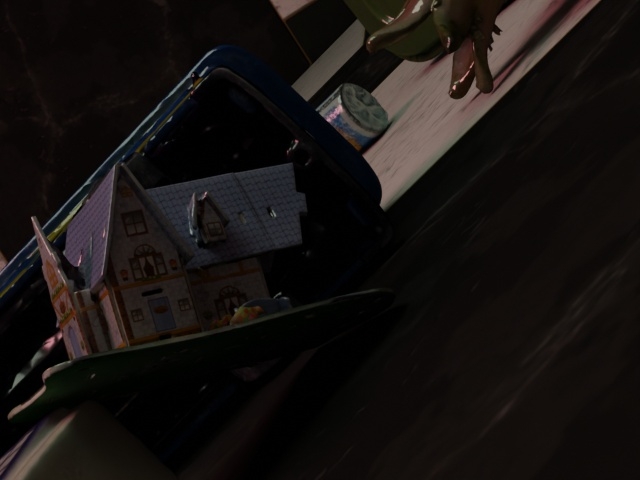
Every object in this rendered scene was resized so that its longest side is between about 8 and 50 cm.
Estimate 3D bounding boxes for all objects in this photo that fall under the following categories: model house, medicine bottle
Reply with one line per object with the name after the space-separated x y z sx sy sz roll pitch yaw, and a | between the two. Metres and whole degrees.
-0.064 0.013 0.728 0.167 0.088 0.117 -12 -13 -24 | model house
-0.025 -0.052 1.313 0.191 0.051 0.051 -41 9 35 | medicine bottle

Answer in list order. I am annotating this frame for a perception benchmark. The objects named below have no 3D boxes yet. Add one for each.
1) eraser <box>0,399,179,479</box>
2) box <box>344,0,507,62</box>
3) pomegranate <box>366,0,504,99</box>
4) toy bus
-0.180 0.194 0.713 0.279 0.081 0.124 -42 8 28 | eraser
0.113 -0.321 1.275 0.178 0.253 0.328 -40 4 -34 | box
0.103 -0.202 1.001 0.181 0.181 0.224 -151 85 -83 | pomegranate
-0.102 0.038 0.907 0.288 0.138 0.175 -45 8 7 | toy bus
